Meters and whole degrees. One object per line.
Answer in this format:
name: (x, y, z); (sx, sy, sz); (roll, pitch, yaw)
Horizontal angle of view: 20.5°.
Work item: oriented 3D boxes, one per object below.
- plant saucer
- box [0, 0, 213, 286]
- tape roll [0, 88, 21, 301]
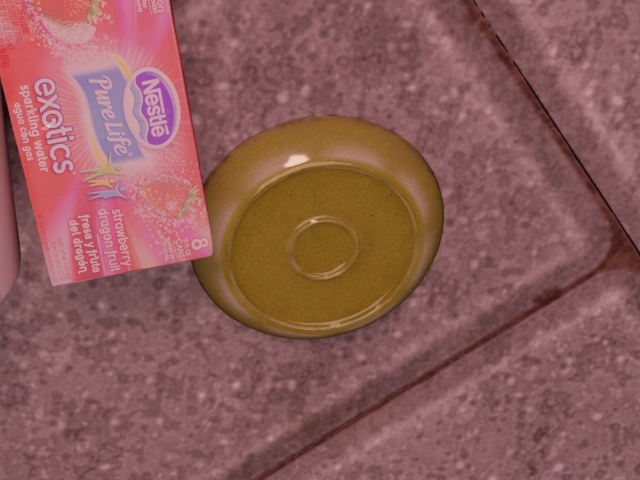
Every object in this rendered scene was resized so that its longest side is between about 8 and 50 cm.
plant saucer: (0.000, 0.000, 1.628); (0.241, 0.037, 0.241); (-5, 122, -8)
box: (-0.183, -0.133, 1.439); (0.142, 0.154, 0.300); (-11, 122, -4)
tape roll: (-0.368, -0.040, 1.405); (0.246, 0.246, 0.169); (-5, 122, -8)
